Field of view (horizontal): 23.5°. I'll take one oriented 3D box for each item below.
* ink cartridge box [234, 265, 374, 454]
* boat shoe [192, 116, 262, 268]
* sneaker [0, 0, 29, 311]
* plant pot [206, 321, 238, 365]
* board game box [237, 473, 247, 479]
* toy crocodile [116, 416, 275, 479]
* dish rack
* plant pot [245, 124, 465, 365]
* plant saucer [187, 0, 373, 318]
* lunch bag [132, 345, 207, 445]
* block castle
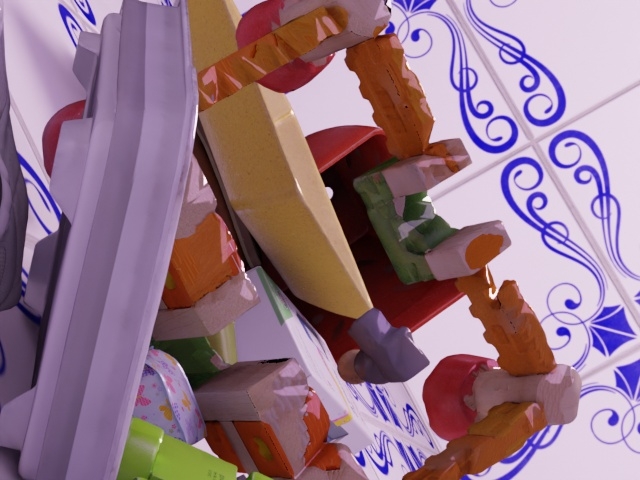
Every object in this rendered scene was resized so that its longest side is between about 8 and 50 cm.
[{"bbox_3d":[-0.038,0.147,1.684,0.154,0.093,0.212,63,4,34],"label":"ink cartridge box"},{"bbox_3d":[-0.162,-0.090,1.754,0.110,0.104,0.307,72,-6,-70],"label":"boat shoe"},{"bbox_3d":[-0.238,-0.068,0.992,0.121,0.099,0.262,80,1,-57],"label":"sneaker"},{"bbox_3d":[-0.107,0.104,1.412,0.083,0.083,0.079,39,34,-75],"label":"plant pot"},{"bbox_3d":[-0.035,0.305,1.086,0.193,0.053,0.305,60,5,-10],"label":"board game box"},{"bbox_3d":[-0.087,0.193,0.948,0.115,0.105,0.340,25,4,-10],"label":"toy crocodile"},{"bbox_3d":[-0.144,-0.004,0.977,0.333,0.072,0.285,-103,-154,-67],"label":"dish rack"},{"bbox_3d":[0.000,0.000,2.054,0.267,0.267,0.236,58,-6,-24],"label":"plant pot"},{"bbox_3d":[-0.061,-0.092,1.722,0.333,0.081,0.332,59,9,-59],"label":"plant saucer"},{"bbox_3d":[-0.128,0.125,1.189,0.071,0.053,0.083,-4,75,-82],"label":"lunch bag"},{"bbox_3d":[-0.011,0.034,1.317,0.213,0.303,0.453,-12,-72,59],"label":"block castle"}]
